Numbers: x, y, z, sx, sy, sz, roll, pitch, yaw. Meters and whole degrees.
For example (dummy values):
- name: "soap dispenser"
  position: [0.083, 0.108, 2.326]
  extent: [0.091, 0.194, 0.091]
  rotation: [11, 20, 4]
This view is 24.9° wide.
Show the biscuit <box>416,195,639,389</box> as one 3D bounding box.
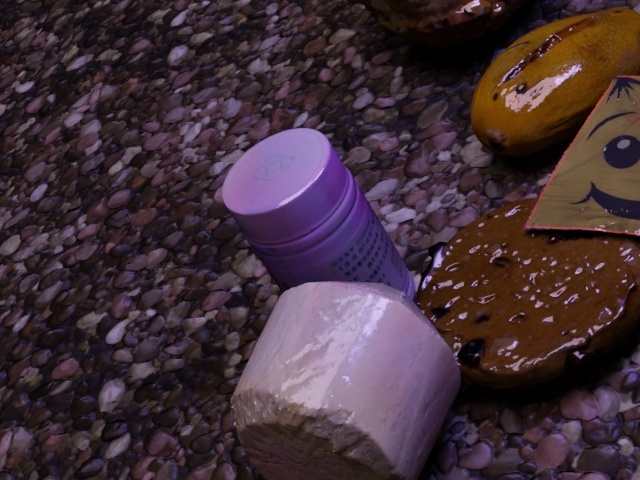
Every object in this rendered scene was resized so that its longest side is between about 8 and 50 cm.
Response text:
- name: "biscuit"
  position: [0.247, 0.061, 1.682]
  extent: [0.296, 0.075, 0.296]
  rotation: [-18, 39, 15]

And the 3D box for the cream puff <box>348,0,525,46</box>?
- name: "cream puff"
  position: [0.180, -0.417, 2.148]
  extent: [0.343, 0.231, 0.327]
  rotation: [-15, 38, 28]

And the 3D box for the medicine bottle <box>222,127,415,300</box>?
- name: "medicine bottle"
  position: [0.000, 0.000, 1.783]
  extent: [0.152, 0.254, 0.152]
  rotation: [-20, 38, 17]

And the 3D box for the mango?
- name: "mango"
  position: [0.321, -0.223, 1.914]
  extent: [0.295, 0.120, 0.177]
  rotation: [-41, 34, -12]

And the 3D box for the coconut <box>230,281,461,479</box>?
- name: "coconut"
  position: [0.035, 0.155, 1.602]
  extent: [0.239, 0.239, 0.244]
  rotation: [-1, 47, 36]

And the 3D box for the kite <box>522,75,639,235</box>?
- name: "kite"
  position: [0.402, -0.115, 1.712]
  extent: [0.377, 0.013, 0.327]
  rotation: [-27, 37, 9]
